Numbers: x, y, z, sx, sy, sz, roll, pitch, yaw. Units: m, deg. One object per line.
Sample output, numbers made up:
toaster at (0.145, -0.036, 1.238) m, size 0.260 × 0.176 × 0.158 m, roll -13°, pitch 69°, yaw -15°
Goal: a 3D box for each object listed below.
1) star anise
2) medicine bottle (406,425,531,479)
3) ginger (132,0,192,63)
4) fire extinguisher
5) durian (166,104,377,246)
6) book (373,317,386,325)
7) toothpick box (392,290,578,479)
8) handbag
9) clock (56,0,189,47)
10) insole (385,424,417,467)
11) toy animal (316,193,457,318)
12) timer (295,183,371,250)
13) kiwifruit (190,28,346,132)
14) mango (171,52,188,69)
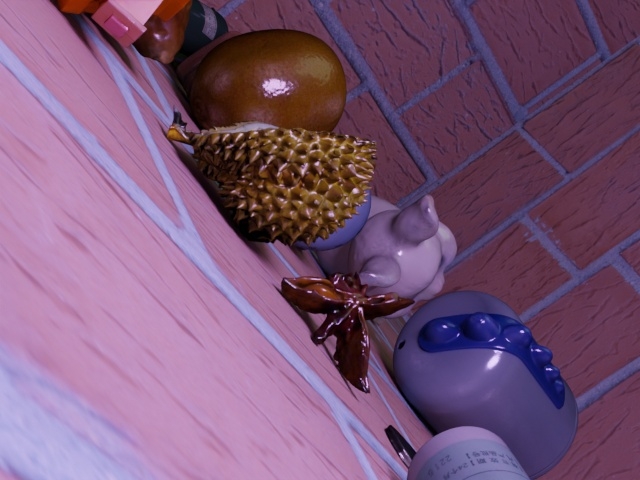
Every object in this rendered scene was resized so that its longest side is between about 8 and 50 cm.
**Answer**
star anise at (0.008, 0.090, 1.244) m, size 0.158 × 0.144 × 0.140 m, roll 47°, pitch 49°, yaw -8°
medicine bottle at (0.169, 0.290, 0.889) m, size 0.110 × 0.110 × 0.352 m, roll 53°, pitch 4°, yaw -25°
ginger at (-0.258, -0.368, 1.289) m, size 0.357 × 0.152 × 0.274 m, roll 56°, pitch -9°, yaw 28°
fire extinguisher at (-0.213, -0.340, 1.716) m, size 0.294 × 0.093 × 0.118 m, roll 9°, pitch 80°, yaw -72°
durian at (-0.059, -0.064, 1.194) m, size 0.238 × 0.137 × 0.193 m, roll 11°, pitch 3°, yaw -10°
book at (0.000, 0.000, 2.217) m, size 0.374 × 0.028 × 0.262 m, roll 56°, pitch 5°, yaw 22°
toothpick box at (0.277, 0.230, 1.795) m, size 0.354 × 0.263 × 0.263 m, roll 50°, pitch 5°, yaw -40°
handbag at (-0.126, -0.237, 1.730) m, size 0.193 × 0.151 × 0.072 m, roll 53°, pitch 2°, yaw -41°
clock at (-0.188, -0.333, 1.092) m, size 0.220 × 0.255 × 0.106 m, roll 41°, pitch -32°, yaw -17°
insole at (0.152, 0.310, 1.315) m, size 0.309 × 0.012 × 0.110 m, roll 51°, pitch 3°, yaw -39°
toy animal at (0.099, 0.010, 1.810) m, size 0.241 × 0.196 × 0.367 m, roll 37°, pitch -4°, yaw -15°
timer at (-0.026, -0.062, 1.683) m, size 0.175 × 0.175 × 0.255 m, roll 53°, pitch -24°, yaw -18°
kiwifruit at (-0.081, -0.217, 1.588) m, size 0.196 × 0.234 × 0.195 m, roll 40°, pitch -42°, yaw 50°
mango at (-0.206, -0.317, 1.895) m, size 0.119 × 0.100 × 0.178 m, roll 59°, pitch 14°, yaw 6°
